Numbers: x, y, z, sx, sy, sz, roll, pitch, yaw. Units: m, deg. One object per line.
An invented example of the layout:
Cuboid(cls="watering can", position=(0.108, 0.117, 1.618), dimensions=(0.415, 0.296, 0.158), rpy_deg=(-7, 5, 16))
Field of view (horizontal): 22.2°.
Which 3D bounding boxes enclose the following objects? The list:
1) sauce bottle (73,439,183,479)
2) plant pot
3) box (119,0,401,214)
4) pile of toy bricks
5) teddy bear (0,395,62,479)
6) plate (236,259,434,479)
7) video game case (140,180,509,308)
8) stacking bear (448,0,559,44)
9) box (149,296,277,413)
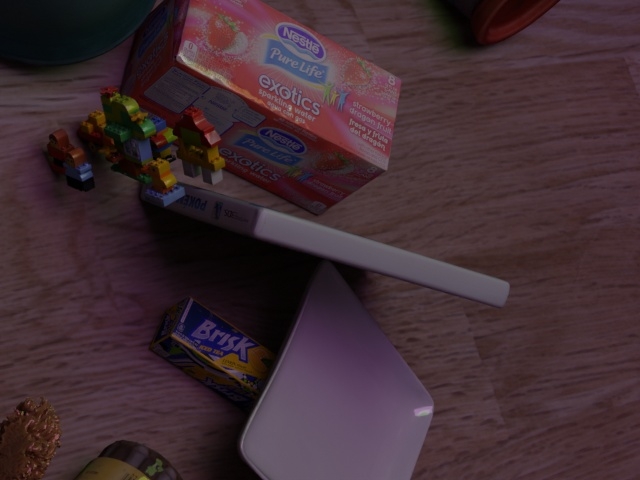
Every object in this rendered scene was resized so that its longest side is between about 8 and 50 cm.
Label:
Cuboid(cls="sauce bottle", position=(-0.265, 0.340, 1.588), dimensions=(0.111, 0.111, 0.344), rpy_deg=(50, 49, -8))
Cuboid(cls="plant pot", position=(-0.285, -0.356, 1.738), dimensions=(0.271, 0.255, 0.272), rpy_deg=(3, 76, -12))
Cuboid(cls="box", position=(-0.070, -0.172, 1.941), dimensions=(0.300, 0.154, 0.142), rpy_deg=(26, 57, -24))
Cuboid(cls="pile of toy bricks", position=(-0.212, -0.118, 1.769), dimensions=(0.118, 0.212, 0.105), rpy_deg=(-32, 128, -37))
Cuboid(cls="teddy bear", position=(-0.342, 0.249, 1.507), dimensions=(0.338, 0.113, 0.245), rpy_deg=(14, 64, 9))
Cuboid(cls="plate", position=(0.015, 0.211, 1.855), dimensions=(0.278, 0.045, 0.277), rpy_deg=(53, 44, -33))
Cuboid(cls="video game case", position=(0.000, 0.000, 1.835), dimensions=(0.329, 0.300, 0.036), rpy_deg=(17, 90, -30))
Cuboid(cls="stacking bear", position=(0.204, -0.431, 2.262), dimensions=(0.175, 0.164, 0.289), rpy_deg=(-23, 73, -39))
Cuboid(cls="box", position=(-0.105, 0.136, 1.838), dimensions=(0.169, 0.054, 0.059), rpy_deg=(36, 53, -19))
